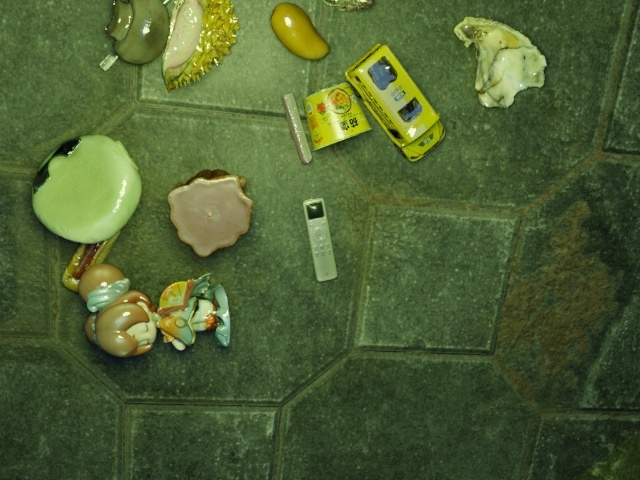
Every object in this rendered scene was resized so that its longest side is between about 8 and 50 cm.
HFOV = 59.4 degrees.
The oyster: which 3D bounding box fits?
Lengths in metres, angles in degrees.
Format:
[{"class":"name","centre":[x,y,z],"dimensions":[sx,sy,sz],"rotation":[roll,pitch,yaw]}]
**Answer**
[{"class":"oyster","centre":[0.507,-0.508,1.602],"dimensions":[0.275,0.100,0.271],"rotation":[-16,110,-17]}]

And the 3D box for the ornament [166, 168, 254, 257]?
[{"class":"ornament","centre":[-0.301,-0.095,1.531],"dimensions":[0.221,0.217,0.235],"rotation":[19,102,-13]}]

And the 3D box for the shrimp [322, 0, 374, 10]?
[{"class":"shrimp","centre":[0.050,-0.658,1.502],"dimensions":[0.190,0.073,0.075],"rotation":[21,114,0]}]

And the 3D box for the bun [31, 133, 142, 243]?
[{"class":"bun","centre":[-0.599,-0.128,1.498],"dimensions":[0.293,0.187,0.293],"rotation":[-1,84,9]}]

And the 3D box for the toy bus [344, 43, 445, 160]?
[{"class":"toy bus","centre":[0.220,-0.375,1.567],"dimensions":[0.145,0.151,0.331],"rotation":[-41,106,2]}]

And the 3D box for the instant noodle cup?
[{"class":"instant noodle cup","centre":[0.037,-0.343,1.545],"dimensions":[0.182,0.182,0.144],"rotation":[-22,98,-2]}]

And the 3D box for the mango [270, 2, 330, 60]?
[{"class":"mango","centre":[-0.058,-0.556,1.513],"dimensions":[0.184,0.085,0.102],"rotation":[40,92,-27]}]

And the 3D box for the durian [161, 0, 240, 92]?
[{"class":"durian","centre":[-0.311,-0.507,1.434],"dimensions":[0.185,0.195,0.305],"rotation":[24,99,-21]}]

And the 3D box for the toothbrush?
[{"class":"toothbrush","centre":[-0.478,-0.556,1.477],"dimensions":[0.288,0.026,0.024],"rotation":[-45,65,4]}]

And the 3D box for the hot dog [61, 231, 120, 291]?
[{"class":"hot dog","centre":[-0.656,0.046,1.594],"dimensions":[0.084,0.073,0.243],"rotation":[32,98,-10]}]

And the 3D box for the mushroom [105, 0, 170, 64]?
[{"class":"mushroom","centre":[-0.449,-0.534,1.427],"dimensions":[0.141,0.117,0.188],"rotation":[4,115,-49]}]

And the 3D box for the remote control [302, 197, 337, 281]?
[{"class":"remote control","centre":[0.000,0.000,1.701],"dimensions":[0.067,0.029,0.261],"rotation":[-12,107,-5]}]

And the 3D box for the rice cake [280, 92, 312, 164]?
[{"class":"rice cake","centre":[-0.066,-0.316,1.595],"dimensions":[0.036,0.047,0.207],"rotation":[-20,108,-9]}]

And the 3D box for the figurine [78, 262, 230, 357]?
[{"class":"figurine","centre":[-0.465,0.205,1.580],"dimensions":[0.388,0.248,0.277],"rotation":[-6,124,-18]}]
